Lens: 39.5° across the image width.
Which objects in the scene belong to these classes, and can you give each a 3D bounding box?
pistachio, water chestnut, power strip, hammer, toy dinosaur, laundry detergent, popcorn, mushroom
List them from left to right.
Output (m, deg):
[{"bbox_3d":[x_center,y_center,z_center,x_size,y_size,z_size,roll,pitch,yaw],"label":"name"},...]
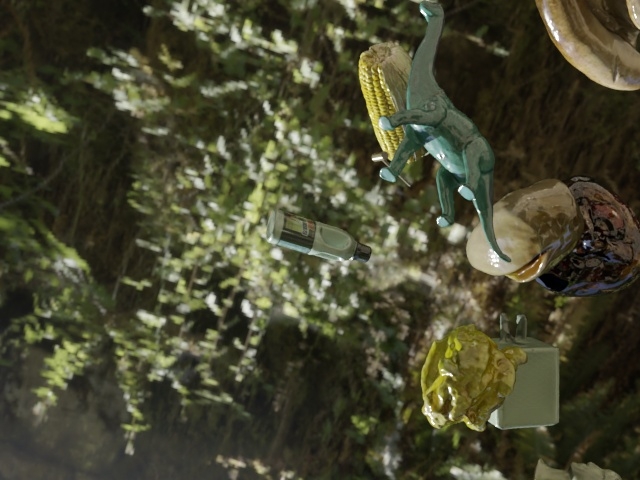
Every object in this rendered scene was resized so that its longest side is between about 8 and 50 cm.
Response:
[{"bbox_3d":[0.000,0.000,1.870,0.225,0.070,0.099,18,-169,-13],"label":"laundry detergent"},{"bbox_3d":[0.157,-0.150,1.904,0.110,0.019,0.035,42,156,-25],"label":"hammer"},{"bbox_3d":[0.250,-0.199,1.519,0.383,0.129,0.331,43,-125,-11],"label":"toy dinosaur"},{"bbox_3d":[0.259,0.245,1.547,0.155,0.198,0.197,32,-164,-5],"label":"popcorn"},{"bbox_3d":[0.409,0.265,1.858,0.139,0.225,0.140,-1,-176,-10],"label":"power strip"},{"bbox_3d":[0.385,-0.020,1.700,0.166,0.197,0.288,21,161,-14],"label":"pistachio"},{"bbox_3d":[0.558,0.007,1.921,0.289,0.289,0.244,23,-139,14],"label":"water chestnut"},{"bbox_3d":[0.368,-0.334,1.202,0.151,0.286,0.156,-10,-153,-2],"label":"mushroom"}]

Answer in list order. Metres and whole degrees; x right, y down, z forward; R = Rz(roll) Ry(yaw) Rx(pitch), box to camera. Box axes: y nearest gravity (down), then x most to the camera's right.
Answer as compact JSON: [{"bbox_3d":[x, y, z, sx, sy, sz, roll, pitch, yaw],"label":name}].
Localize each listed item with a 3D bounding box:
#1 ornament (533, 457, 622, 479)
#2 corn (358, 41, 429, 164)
[{"bbox_3d":[0.480,0.447,1.651,0.156,0.081,0.074,5,-175,25],"label":"ornament"},{"bbox_3d":[0.165,-0.291,1.926,0.123,0.305,0.122,-3,-128,16],"label":"corn"}]
